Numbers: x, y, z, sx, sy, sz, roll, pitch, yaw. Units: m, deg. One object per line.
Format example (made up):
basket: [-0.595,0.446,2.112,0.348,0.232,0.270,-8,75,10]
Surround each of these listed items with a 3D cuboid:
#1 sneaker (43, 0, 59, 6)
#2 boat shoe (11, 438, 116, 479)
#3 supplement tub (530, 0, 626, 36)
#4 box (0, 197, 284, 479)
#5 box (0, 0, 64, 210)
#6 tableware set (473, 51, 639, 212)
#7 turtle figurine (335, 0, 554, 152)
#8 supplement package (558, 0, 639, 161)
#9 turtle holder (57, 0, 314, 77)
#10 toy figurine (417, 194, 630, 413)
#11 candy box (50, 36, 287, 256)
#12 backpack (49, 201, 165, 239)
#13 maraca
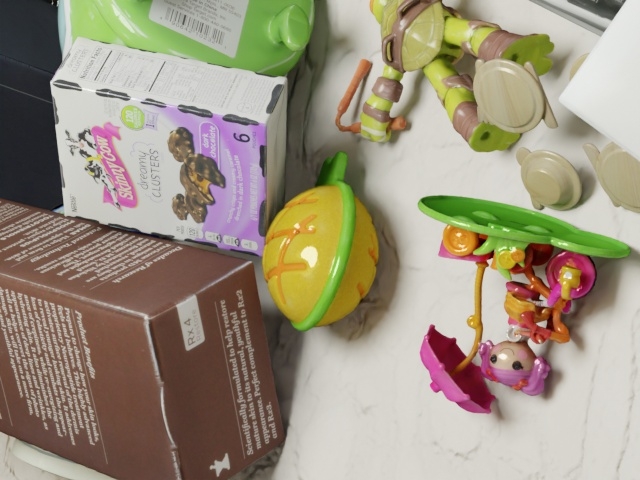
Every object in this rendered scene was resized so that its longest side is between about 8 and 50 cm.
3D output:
sneaker: [-0.334,-0.288,1.974,0.081,0.080,0.211,19,90,69]
boat shoe: [-0.213,0.204,1.676,0.227,0.079,0.081,6,75,41]
supplement tub: [0.271,-0.309,1.237,0.207,0.207,0.338,33,101,47]
box: [-0.223,0.091,1.590,0.381,0.143,0.191,15,123,43]
box: [-0.434,-0.125,1.813,0.312,0.343,0.179,-51,46,21]
tableware set: [0.196,-0.083,1.316,0.168,0.020,0.141,0,120,42]
turtle figurine: [0.105,-0.185,1.457,0.217,0.087,0.269,44,109,45]
supplement package: [0.334,-0.085,1.050,0.262,0.198,0.199,41,108,25]
turtle holder: [-0.148,-0.242,1.634,0.227,0.243,0.320,-49,54,47]
toy figurine: [0.146,0.061,1.340,0.173,0.130,0.159,15,102,24]
candy box: [-0.132,-0.081,1.507,0.196,0.165,0.070,12,46,10]
backpack: [-0.203,-0.011,1.711,0.114,0.105,0.084,-30,68,29]
maraca: [0.000,0.000,1.502,0.127,0.099,0.186,-56,21,34]
